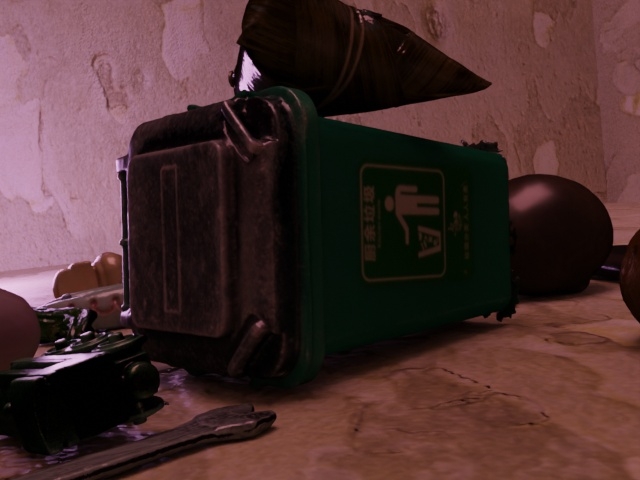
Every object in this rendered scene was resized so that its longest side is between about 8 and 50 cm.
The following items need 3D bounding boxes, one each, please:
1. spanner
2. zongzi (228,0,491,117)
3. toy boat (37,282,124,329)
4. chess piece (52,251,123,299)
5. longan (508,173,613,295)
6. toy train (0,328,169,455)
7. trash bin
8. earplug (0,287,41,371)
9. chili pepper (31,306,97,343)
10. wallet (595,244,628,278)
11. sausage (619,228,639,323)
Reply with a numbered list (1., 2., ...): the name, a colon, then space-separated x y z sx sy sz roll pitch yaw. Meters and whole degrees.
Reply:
1. spanner: -0.152 0.142 0.502 0.302 0.018 0.071 -9 4 -43
2. zongzi: 0.024 -0.160 0.858 0.241 0.111 0.247 20 -12 -8
3. toy boat: -0.317 0.088 1.188 0.207 0.079 0.134 -7 1 -3
4. chess piece: -0.273 0.053 1.443 0.397 0.117 0.117 -10 5 -32
5. longan: 0.289 -0.006 1.074 0.189 0.189 0.189 -6 4 0
6. toy train: -0.190 0.110 0.599 0.111 0.071 0.170 -17 4 -42
7. trash bin: 0.000 0.000 0.840 0.381 0.259 0.295 0 -1 -41
8. earplug: -0.405 0.093 0.721 0.301 0.172 0.172 0 0 -33
9. chili pepper: -0.333 0.112 1.038 0.182 0.050 0.073 1 0 42
10. wallet: 0.469 0.029 1.129 0.165 0.042 0.309 -8 4 -15
11. sausage: 0.309 0.041 0.529 0.136 0.123 0.501 -8 4 8
